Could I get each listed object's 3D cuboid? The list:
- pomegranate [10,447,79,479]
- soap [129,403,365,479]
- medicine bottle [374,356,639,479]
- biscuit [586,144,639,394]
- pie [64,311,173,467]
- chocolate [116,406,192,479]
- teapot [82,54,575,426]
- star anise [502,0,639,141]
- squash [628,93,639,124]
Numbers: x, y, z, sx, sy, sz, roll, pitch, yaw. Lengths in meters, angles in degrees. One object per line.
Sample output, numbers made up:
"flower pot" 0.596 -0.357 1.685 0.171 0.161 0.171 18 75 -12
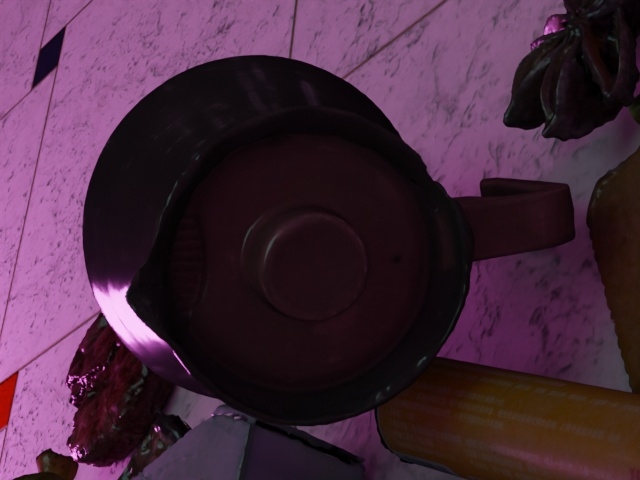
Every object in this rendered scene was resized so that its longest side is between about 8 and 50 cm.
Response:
"pomegranate" -0.314 0.314 1.902 0.122 0.143 0.169 -26 50 7
"soap" -0.119 0.369 1.523 0.261 0.156 0.446 6 71 61
"medicine bottle" 0.182 0.146 1.251 0.426 0.108 0.108 6 72 60
"biscuit" 0.293 -0.021 1.303 0.232 0.013 0.237 -45 34 32
"pie" -0.228 0.155 1.992 0.204 0.054 0.218 -42 33 35
"chocolate" -0.207 0.327 1.796 0.102 0.065 0.329 44 105 40
"teapot" 0.000 0.000 1.424 0.362 0.376 0.305 -145 47 -77
"star anise" 0.226 -0.163 1.453 0.212 0.073 0.197 -61 18 -17
"squash" 0.284 -0.123 1.389 0.083 0.027 0.027 -40 36 35
